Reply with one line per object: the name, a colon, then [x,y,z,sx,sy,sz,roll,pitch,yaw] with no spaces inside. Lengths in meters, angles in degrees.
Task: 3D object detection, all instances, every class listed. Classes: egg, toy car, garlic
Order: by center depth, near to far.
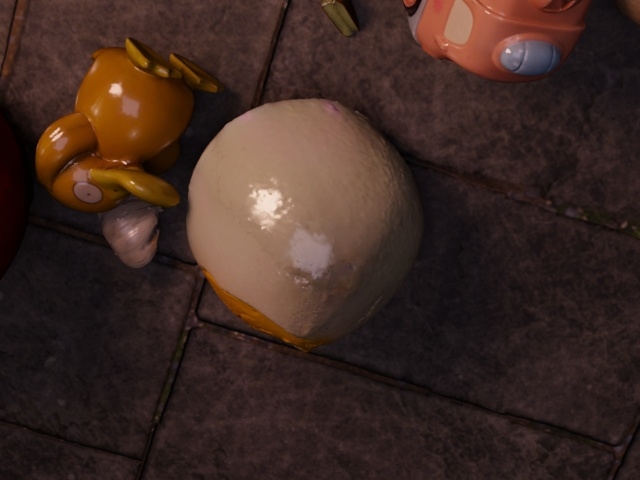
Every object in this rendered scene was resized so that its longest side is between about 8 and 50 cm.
toy car: [0.225,-0.297,1.377,0.180,0.212,0.270,3,130,-23]
egg: [0.000,0.000,1.520,0.337,0.201,0.337,-8,118,-16]
garlic: [-0.258,-0.019,1.622,0.094,0.074,0.113,-29,93,23]

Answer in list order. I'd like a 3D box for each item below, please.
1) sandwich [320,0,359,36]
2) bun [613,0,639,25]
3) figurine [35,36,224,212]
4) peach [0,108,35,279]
sandwich: [0.024,-0.297,1.517,0.031,0.083,0.044,-16,67,14]
bun: [0.433,-0.382,1.344,0.165,0.299,0.299,47,108,9]
figurine: [-0.253,-0.141,1.529,0.215,0.215,0.228,13,91,-3]
peach: [-0.516,-0.070,1.473,0.310,0.406,0.335,-3,104,-26]
